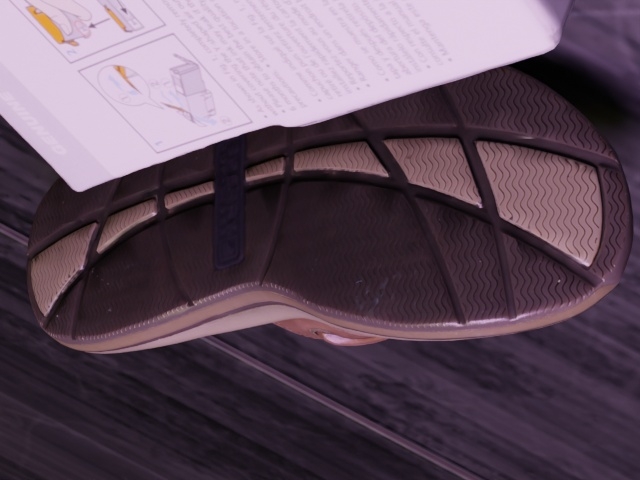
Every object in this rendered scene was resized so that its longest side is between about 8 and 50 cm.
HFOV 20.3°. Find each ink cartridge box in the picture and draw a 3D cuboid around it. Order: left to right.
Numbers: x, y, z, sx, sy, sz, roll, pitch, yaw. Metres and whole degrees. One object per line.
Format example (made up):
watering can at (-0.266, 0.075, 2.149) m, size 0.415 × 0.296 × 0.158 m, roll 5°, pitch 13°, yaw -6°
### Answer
ink cartridge box at (-0.079, -0.146, 0.601) m, size 0.239 × 0.060 × 0.275 m, roll -13°, pitch 130°, yaw 41°

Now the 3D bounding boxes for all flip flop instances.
flip flop at (0.000, 0.000, 0.710) m, size 0.277 × 0.112 × 0.080 m, roll -11°, pitch 157°, yaw 35°
